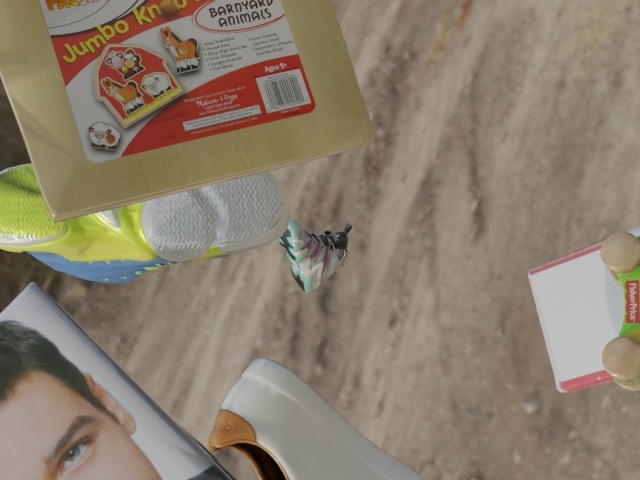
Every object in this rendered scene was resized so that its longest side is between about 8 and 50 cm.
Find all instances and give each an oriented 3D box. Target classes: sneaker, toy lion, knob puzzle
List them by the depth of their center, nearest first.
[{"bbox_3d":[-0.083,-0.117,0.657,0.030,0.213,0.213,127,164,-70],"label":"knob puzzle"},{"bbox_3d":[0.204,0.042,0.686,0.096,0.034,0.100,-6,66,23],"label":"toy lion"},{"bbox_3d":[-0.135,-0.017,0.981,0.126,0.240,0.091,64,-149,-71],"label":"sneaker"},{"bbox_3d":[0.000,0.000,1.181,0.069,0.038,0.098,-32,-34,-12],"label":"sneaker"},{"bbox_3d":[0.014,0.248,1.209,0.123,0.290,0.106,-53,5,-26],"label":"sneaker"}]

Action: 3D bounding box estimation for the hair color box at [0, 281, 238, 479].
[{"bbox_3d":[-0.118,0.223,0.817,0.185,0.374,0.113,-46,-21,-9],"label":"hair color box"}]

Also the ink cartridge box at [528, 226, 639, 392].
[{"bbox_3d":[0.489,0.059,1.527,0.279,0.385,0.160,-27,72,46],"label":"ink cartridge box"}]
